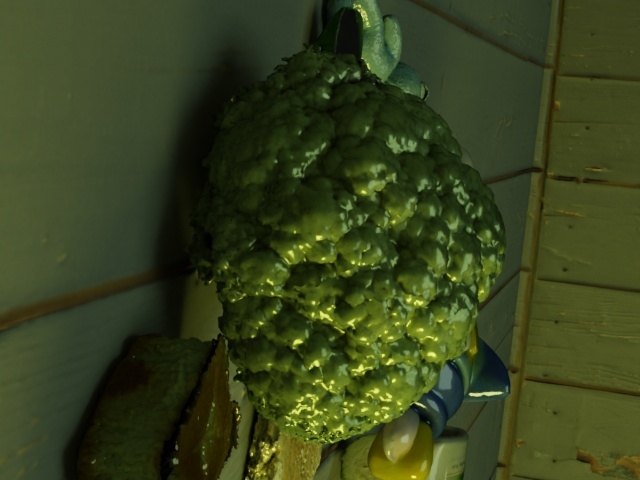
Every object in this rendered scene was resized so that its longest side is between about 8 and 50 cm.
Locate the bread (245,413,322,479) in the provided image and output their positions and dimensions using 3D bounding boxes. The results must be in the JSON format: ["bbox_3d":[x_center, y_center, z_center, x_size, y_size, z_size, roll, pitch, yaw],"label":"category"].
[{"bbox_3d":[-0.029,0.191,1.057,0.182,0.038,0.251,-19,114,-70],"label":"bread"}]

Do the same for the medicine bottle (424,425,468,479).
[{"bbox_3d":[0.141,0.440,1.568,0.179,0.124,0.325,9,90,-70],"label":"medicine bottle"}]

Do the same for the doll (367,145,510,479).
[{"bbox_3d":[0.104,0.084,1.250,0.376,0.187,0.366,-22,111,-45],"label":"doll"}]

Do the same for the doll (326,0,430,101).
[{"bbox_3d":[0.044,-0.185,1.107,0.120,0.075,0.180,-36,121,-14],"label":"doll"}]

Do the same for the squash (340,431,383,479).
[{"bbox_3d":[0.084,0.322,1.386,0.224,0.094,0.094,72,31,-65],"label":"squash"}]

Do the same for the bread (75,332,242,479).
[{"bbox_3d":[-0.107,0.140,0.737,0.140,0.069,0.128,-70,160,-44],"label":"bread"}]

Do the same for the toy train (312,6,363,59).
[{"bbox_3d":[0.004,-0.121,1.021,0.044,0.042,0.209,8,89,-51],"label":"toy train"}]

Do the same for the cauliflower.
[{"bbox_3d":[0.000,0.000,0.852,0.275,0.272,0.250,-45,-170,-23],"label":"cauliflower"}]
